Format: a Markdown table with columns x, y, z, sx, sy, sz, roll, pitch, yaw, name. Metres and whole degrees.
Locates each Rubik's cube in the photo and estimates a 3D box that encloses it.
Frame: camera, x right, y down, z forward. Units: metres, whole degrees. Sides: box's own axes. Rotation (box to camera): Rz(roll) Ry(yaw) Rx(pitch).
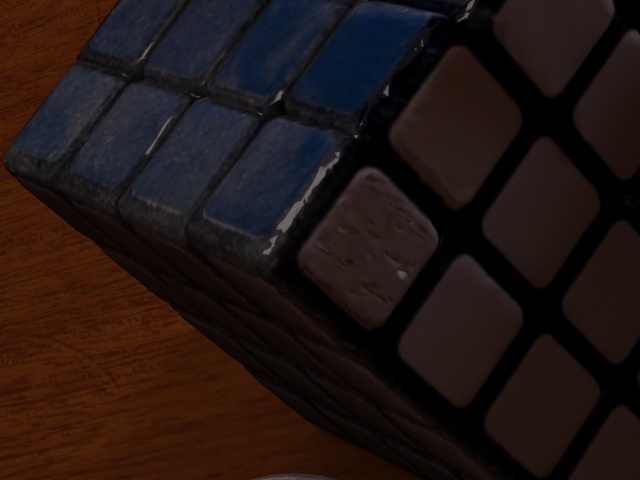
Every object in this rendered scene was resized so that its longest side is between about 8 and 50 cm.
| x | y | z | sx | sy | sz | roll | pitch | yaw | name |
| --- | --- | --- | --- | --- | --- | --- | --- | --- | --- |
| 0.073 | -0.057 | 1.138 | 0.337 | 0.344 | 0.344 | -54 | 35 | -10 | Rubik's cube |

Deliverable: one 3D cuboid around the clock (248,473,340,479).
| x | y | z | sx | sy | sz | roll | pitch | yaw | name |
| --- | --- | --- | --- | --- | --- | --- | --- | --- | --- |
| -0.014 | 0.241 | 1.083 | 0.197 | 0.068 | 0.197 | -2 | 71 | 7 | clock |
